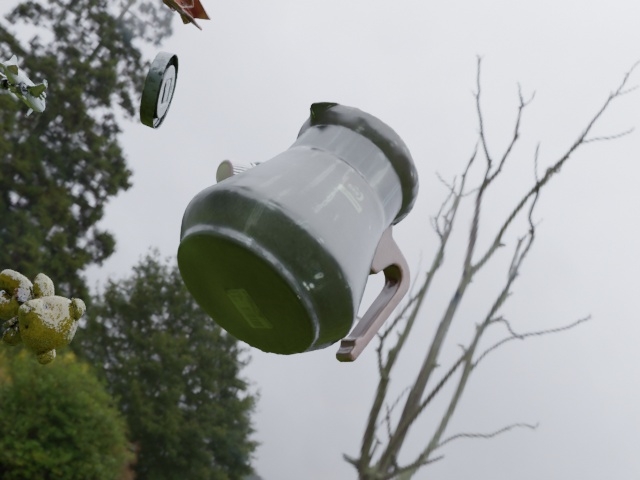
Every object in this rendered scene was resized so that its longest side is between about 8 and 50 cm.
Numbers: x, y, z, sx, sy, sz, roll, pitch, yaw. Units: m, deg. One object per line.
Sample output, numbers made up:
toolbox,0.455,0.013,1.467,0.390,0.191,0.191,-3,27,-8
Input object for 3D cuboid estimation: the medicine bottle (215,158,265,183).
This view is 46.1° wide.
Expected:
medicine bottle,-0.127,-0.128,1.626,0.203,0.083,0.083,7,-9,-41

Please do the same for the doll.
doll,-0.508,0.121,1.298,0.209,0.137,0.097,22,-14,26

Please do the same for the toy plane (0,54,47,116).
toy plane,-0.670,-0.345,1.694,0.162,0.065,0.171,19,-31,20

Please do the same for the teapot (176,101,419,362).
teapot,0.000,0.000,1.193,0.305,0.362,0.376,-7,-56,47

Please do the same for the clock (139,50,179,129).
clock,-0.442,-0.413,2.066,0.042,0.215,0.215,16,-25,-2

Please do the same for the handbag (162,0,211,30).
handbag,-0.365,-0.587,1.760,0.212,0.059,0.157,38,-1,10
